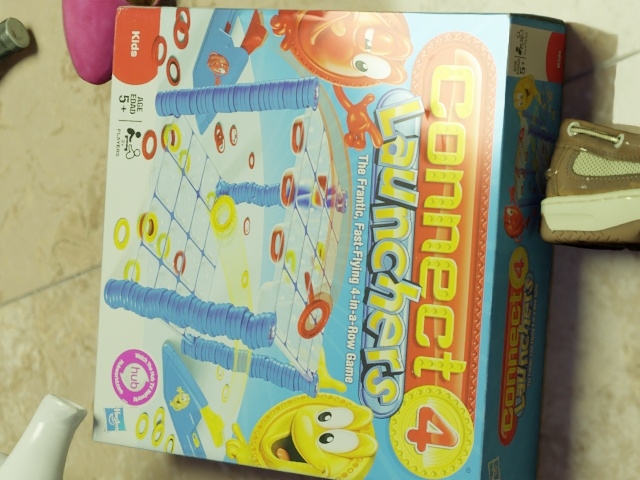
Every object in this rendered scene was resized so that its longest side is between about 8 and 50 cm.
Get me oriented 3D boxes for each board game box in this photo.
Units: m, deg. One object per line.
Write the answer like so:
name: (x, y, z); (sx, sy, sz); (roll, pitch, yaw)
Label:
board game box: (0.000, 0.000, 1.311); (0.302, 0.086, 0.308); (4, 93, 31)

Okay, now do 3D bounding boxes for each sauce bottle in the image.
sauce bottle: (-0.276, -0.130, 1.499); (0.128, 0.042, 0.042); (-27, 77, 30)

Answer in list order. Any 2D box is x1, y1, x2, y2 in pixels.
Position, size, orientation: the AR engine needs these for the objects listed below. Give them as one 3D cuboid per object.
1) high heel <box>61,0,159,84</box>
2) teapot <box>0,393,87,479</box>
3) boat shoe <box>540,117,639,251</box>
high heel: (-0.102, -0.221, 1.374); (0.117, 0.082, 0.244); (17, 86, 40)
teapot: (-0.271, 0.231, 1.421); (0.256, 0.252, 0.187); (-1, 53, 12)
boat shoe: (0.247, -0.042, 1.162); (0.257, 0.095, 0.095); (1, 85, 31)
